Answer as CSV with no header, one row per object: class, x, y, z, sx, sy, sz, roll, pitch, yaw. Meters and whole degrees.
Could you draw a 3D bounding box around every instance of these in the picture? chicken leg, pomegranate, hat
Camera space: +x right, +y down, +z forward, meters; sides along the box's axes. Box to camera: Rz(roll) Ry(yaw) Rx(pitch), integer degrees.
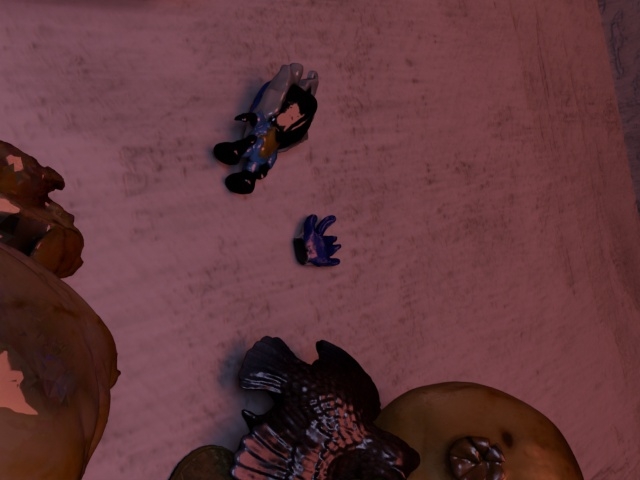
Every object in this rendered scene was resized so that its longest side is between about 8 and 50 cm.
chicken leg,-0.280,-0.009,0.614,0.409,0.182,0.295,49,31,-15
pomegranate,0.161,0.304,1.079,0.307,0.307,0.307,23,62,-53
hat,-0.076,0.260,0.897,0.146,0.067,0.146,23,62,-53

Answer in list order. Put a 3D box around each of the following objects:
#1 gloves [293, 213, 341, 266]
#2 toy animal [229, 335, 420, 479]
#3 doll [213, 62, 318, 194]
gloves,0.000,0.000,1.130,0.086,0.026,0.064,-6,84,-57
toy animal,0.008,0.176,0.956,0.218,0.179,0.116,-45,144,-52
doll,-0.046,-0.130,1.060,0.195,0.070,0.096,-54,141,-40
